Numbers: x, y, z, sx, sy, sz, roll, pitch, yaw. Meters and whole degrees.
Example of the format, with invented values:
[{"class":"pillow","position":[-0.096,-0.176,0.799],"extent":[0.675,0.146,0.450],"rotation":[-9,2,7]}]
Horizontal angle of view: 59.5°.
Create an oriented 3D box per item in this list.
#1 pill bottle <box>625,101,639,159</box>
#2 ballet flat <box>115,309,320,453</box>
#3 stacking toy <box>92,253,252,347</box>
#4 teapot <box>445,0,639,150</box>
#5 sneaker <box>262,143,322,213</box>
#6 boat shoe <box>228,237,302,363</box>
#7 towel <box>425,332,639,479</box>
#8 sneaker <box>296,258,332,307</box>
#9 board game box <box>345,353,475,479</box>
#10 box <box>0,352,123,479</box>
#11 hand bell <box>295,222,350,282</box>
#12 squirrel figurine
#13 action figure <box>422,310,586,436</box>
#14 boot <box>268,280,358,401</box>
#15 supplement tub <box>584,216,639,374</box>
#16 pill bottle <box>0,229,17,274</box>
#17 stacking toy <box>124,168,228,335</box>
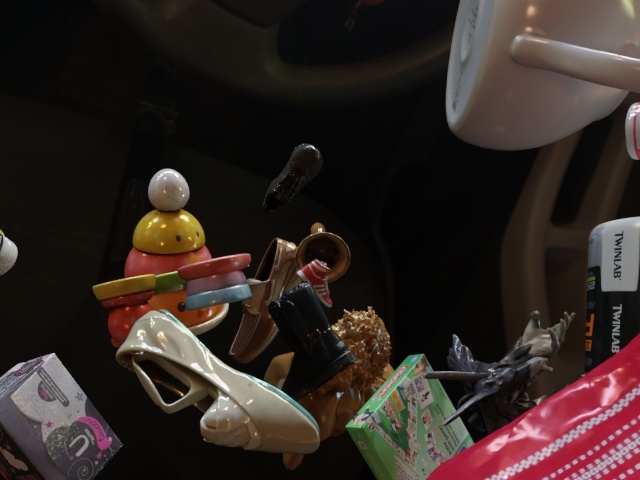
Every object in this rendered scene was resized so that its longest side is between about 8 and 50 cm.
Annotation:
[{"class":"pill bottle","position":[0.538,-0.165,0.810],"extent":[0.087,0.160,0.087],"rotation":[-3,94,-47]},{"class":"ballet flat","position":[-0.119,0.167,0.595],"extent":[0.248,0.086,0.086],"rotation":[29,51,20]},{"class":"stacking toy","position":[-0.280,0.124,1.184],"extent":[0.308,0.279,0.130],"rotation":[-12,87,4]},{"class":"teapot","position":[0.239,-0.200,0.554],"extent":[0.187,0.252,0.256],"rotation":[9,74,2]},{"class":"sneaker","position":[-0.091,-0.183,1.768],"extent":[0.109,0.286,0.130],"rotation":[34,41,-6]},{"class":"boat shoe","position":[-0.145,0.139,1.360],"extent":[0.116,0.123,0.324],"rotation":[37,64,-25]},{"class":"towel","position":[0.150,0.147,0.245],"extent":[0.199,0.275,0.031],"rotation":[-35,101,5]},{"class":"sneaker","position":[0.006,0.093,1.242],"extent":[0.067,0.042,0.118],"rotation":[-41,116,-3]},{"class":"board game box","position":[0.198,0.405,1.043],"extent":[0.213,0.046,0.317],"rotation":[-36,100,-38]},{"class":"box","position":[-0.540,0.371,1.094],"extent":[0.247,0.142,0.163],"rotation":[62,34,-15]},{"class":"hand bell","position":[0.000,0.000,1.386],"extent":[0.126,0.126,0.242],"rotation":[35,15,-14]},{"class":"squirrel figurine","position":[0.080,0.385,1.534],"extent":[0.370,0.397,0.281],"rotation":[2,38,-25]},{"class":"action figure","position":[0.229,0.148,0.539],"extent":[0.275,0.141,0.164],"rotation":[24,24,-34]},{"class":"boot","position":[-0.049,0.227,1.232],"extent":[0.094,0.246,0.207],"rotation":[-16,67,-48]},{"class":"supplement tub","position":[0.503,0.145,0.825],"extent":[0.207,0.207,0.338],"rotation":[10,81,-27]},{"class":"pill bottle","position":[-0.796,-0.001,1.262],"extent":[0.119,0.208,0.119],"rotation":[-5,64,10]},{"class":"stacking toy","position":[-0.457,0.026,1.674],"extent":[0.350,0.350,0.480],"rotation":[-12,113,-34]}]
